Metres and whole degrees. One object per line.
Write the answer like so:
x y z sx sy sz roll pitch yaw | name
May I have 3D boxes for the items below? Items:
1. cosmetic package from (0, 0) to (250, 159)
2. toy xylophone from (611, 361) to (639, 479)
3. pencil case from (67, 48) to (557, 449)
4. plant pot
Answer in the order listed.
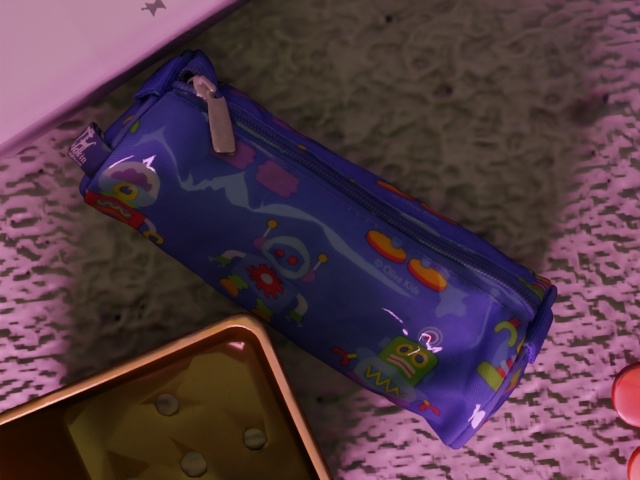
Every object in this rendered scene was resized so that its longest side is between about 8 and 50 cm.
-0.171 -0.196 0.843 0.225 0.138 0.224 -32 95 7 | cosmetic package
0.312 0.182 0.905 0.236 0.081 0.322 -8 97 2 | toy xylophone
0.000 0.000 0.868 0.306 0.133 0.119 34 57 -4 | pencil case
-0.087 0.162 0.861 0.212 0.187 0.212 -23 95 5 | plant pot
